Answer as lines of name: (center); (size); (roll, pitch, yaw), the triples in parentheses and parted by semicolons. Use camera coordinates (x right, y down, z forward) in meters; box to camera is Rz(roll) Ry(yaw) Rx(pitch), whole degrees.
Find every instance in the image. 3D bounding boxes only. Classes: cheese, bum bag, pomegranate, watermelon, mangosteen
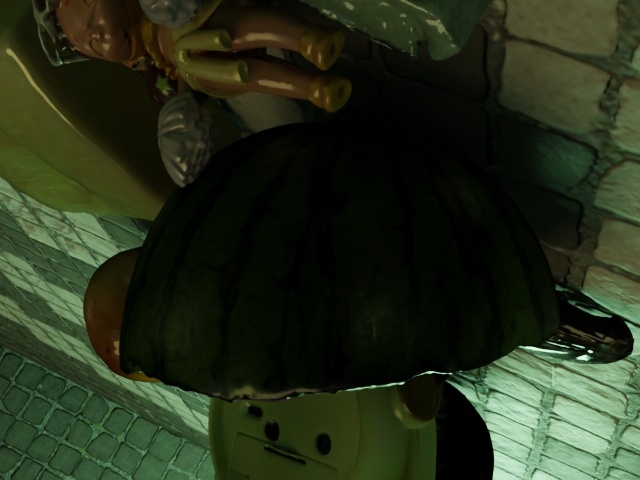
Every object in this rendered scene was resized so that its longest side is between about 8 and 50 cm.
cheese: (-0.242, -0.127, 0.928); (0.265, 0.124, 0.242); (7, 153, 47)
bum bag: (0.160, 0.063, 0.911); (0.248, 0.069, 0.102); (23, 143, 13)
pomegranate: (-0.219, 0.093, 1.316); (0.191, 0.191, 0.191); (26, 159, 11)
watermelon: (0.000, 0.000, 0.740); (0.330, 0.190, 0.331); (-10, 180, 0)
mangosteen: (0.104, 0.230, 1.209); (0.231, 0.231, 0.289); (23, 126, 18)

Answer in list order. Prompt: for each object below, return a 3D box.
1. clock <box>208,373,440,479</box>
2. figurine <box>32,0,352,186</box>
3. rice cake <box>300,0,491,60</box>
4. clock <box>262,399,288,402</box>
clock: (-0.009, 0.206, 1.095); (0.286, 0.349, 0.117); (8, 179, 43)
figurine: (-0.092, -0.142, 0.679); (0.240, 0.115, 0.175); (31, 141, 35)
rice cake: (-0.055, -0.204, 0.585); (0.336, 0.066, 0.063); (28, 158, 2)
clock: (-0.047, 0.062, 1.032); (0.064, 0.198, 0.172); (12, -177, -39)
